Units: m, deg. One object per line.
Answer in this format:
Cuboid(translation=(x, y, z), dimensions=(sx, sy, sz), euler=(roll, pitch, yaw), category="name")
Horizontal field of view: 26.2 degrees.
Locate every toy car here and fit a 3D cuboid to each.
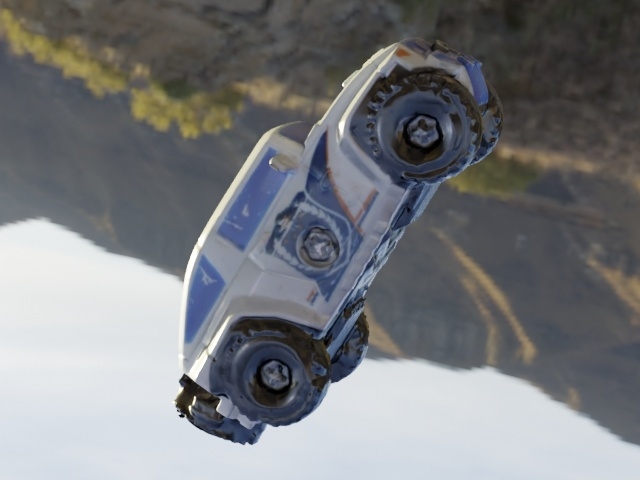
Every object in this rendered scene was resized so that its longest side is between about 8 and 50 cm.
Cuboid(translation=(0.000, 0.000, 0.506), dimensions=(0.070, 0.170, 0.080), euler=(33, -165, 7), category="toy car")
